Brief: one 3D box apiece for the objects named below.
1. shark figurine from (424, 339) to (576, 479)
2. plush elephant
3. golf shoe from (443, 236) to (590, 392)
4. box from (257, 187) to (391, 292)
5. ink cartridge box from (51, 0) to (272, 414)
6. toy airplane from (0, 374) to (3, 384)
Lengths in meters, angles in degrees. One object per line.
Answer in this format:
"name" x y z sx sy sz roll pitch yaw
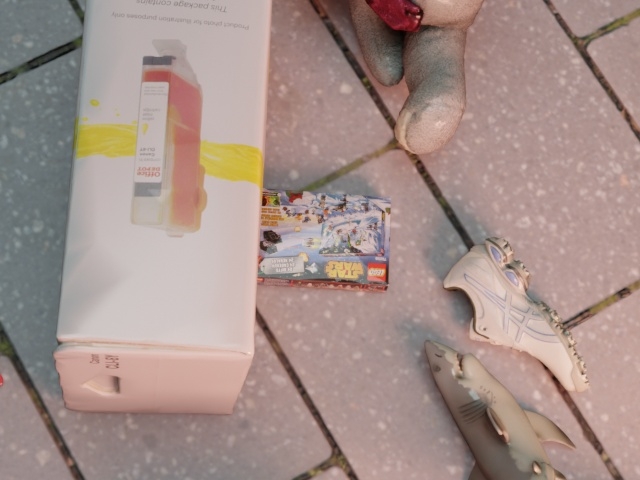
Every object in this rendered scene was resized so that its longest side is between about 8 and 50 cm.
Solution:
"shark figurine" 0.159 0.226 1.212 0.166 0.278 0.116 34 112 -23
"plush elephant" 0.044 -0.301 1.307 0.255 0.272 0.330 14 42 -15
"golf shoe" 0.190 0.084 1.304 0.086 0.069 0.176 -36 75 5
"box" 0.000 0.000 1.321 0.137 0.027 0.094 4 70 -4
"ink cartridge box" -0.134 -0.054 1.196 0.160 0.279 0.384 5 72 -6
"toy airplane" -0.359 0.113 1.250 0.151 0.028 0.151 1 73 -4
